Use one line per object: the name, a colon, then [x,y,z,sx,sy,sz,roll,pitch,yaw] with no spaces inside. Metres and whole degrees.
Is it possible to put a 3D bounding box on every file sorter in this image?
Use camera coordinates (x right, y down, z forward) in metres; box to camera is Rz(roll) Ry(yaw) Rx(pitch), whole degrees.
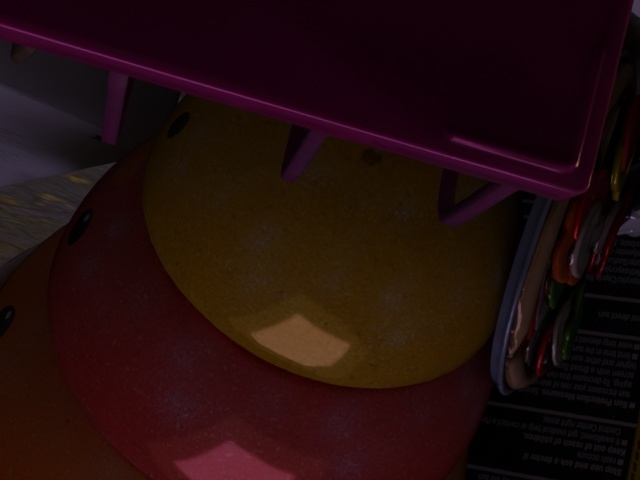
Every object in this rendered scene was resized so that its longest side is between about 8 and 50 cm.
file sorter: [-0.047,-0.137,0.587,0.291,0.202,0.182,16,170,-6]

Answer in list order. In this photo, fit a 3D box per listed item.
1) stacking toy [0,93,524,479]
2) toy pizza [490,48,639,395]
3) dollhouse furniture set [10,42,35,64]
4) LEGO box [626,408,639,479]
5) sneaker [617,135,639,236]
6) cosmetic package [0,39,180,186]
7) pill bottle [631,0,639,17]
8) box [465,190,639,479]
stacking toy: [0.000,0.000,0.926,0.351,0.350,0.480,17,134,-13]
toy pizza: [0.144,-0.006,0.920,0.032,0.201,0.201,20,169,15]
dollhouse furniture set: [-0.231,-0.168,0.789,0.262,0.135,0.259,19,167,-20]
LEGO box: [0.295,0.180,0.783,0.193,0.500,0.372,5,166,37]
sneaker: [0.239,-0.040,0.982,0.094,0.081,0.208,10,175,-11]
cosmetic package: [-0.312,-0.146,1.068,0.377,0.097,0.284,22,167,-31]
pill bottle: [0.139,-0.132,0.575,0.065,0.116,0.065,14,167,3]
box: [0.249,0.122,1.152,0.296,0.294,0.183,7,165,33]
